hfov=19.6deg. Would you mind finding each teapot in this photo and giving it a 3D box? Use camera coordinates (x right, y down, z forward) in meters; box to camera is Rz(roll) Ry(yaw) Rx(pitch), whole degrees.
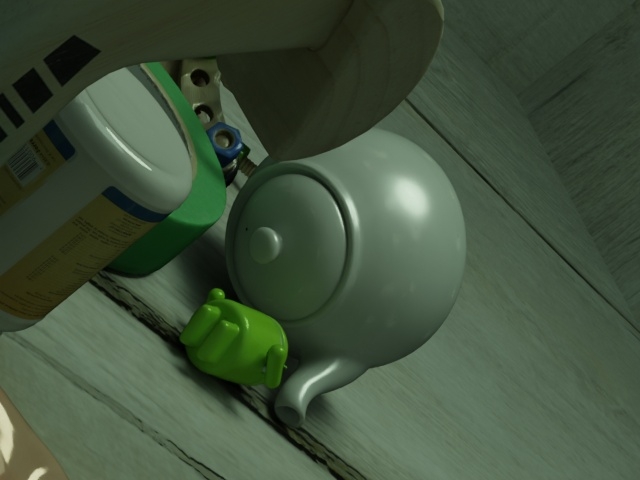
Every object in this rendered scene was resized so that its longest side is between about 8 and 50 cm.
[{"bbox_3d":[0.000,0.000,1.736,0.187,0.252,0.256,5,34,-52],"label":"teapot"}]

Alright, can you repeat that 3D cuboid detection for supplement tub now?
[{"bbox_3d":[-0.202,-0.029,1.264,0.144,0.200,0.144,47,16,-18],"label":"supplement tub"}]

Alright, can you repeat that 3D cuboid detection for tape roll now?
[{"bbox_3d":[-0.218,-0.119,1.643,0.321,0.077,0.321,44,19,-19],"label":"tape roll"}]

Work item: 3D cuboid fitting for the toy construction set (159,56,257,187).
[{"bbox_3d":[-0.116,-0.192,1.924,0.237,0.257,0.309,40,-6,6],"label":"toy construction set"}]

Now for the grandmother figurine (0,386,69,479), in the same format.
[{"bbox_3d":[-0.137,0.222,1.093,0.342,0.104,0.208,54,43,1],"label":"grandmother figurine"}]

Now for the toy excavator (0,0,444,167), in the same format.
[{"bbox_3d":[-0.200,-0.048,0.848,0.433,0.445,0.222,28,29,-55],"label":"toy excavator"}]

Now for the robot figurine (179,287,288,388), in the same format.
[{"bbox_3d":[-0.073,0.090,1.614,0.101,0.067,0.115,37,6,33],"label":"robot figurine"}]
